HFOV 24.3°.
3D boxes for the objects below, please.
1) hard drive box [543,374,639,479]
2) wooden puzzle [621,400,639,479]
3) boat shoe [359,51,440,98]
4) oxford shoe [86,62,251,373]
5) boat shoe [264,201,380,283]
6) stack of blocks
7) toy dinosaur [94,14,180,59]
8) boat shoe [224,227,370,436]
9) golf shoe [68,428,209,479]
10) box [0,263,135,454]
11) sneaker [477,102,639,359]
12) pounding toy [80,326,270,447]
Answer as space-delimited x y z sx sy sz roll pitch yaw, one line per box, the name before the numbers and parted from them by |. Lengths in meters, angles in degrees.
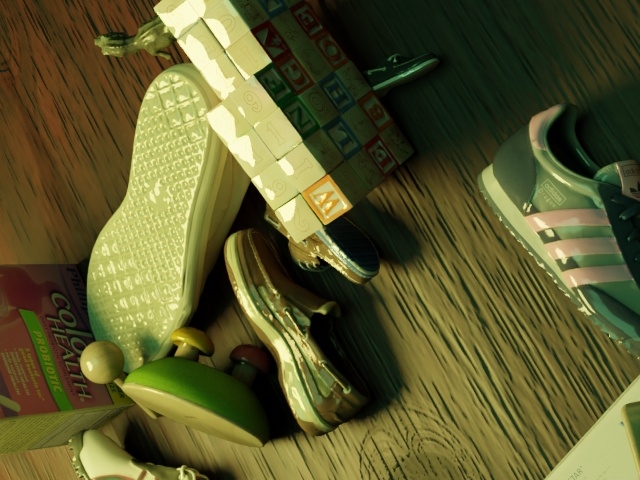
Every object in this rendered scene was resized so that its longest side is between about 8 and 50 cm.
hard drive box | 0.350 0.269 1.441 0.232 0.089 0.181 49 115 25
wooden puzzle | 0.404 0.234 1.332 0.221 0.044 0.238 -10 56 -1
boat shoe | 0.078 -0.189 1.666 0.125 0.046 0.038 -24 81 41
oxford shoe | -0.172 -0.019 1.801 0.169 0.130 0.449 36 125 24
boat shoe | 0.000 0.000 1.713 0.183 0.066 0.066 47 120 37
stack of blocks | -0.045 -0.166 1.607 0.087 0.171 0.297 -33 95 36
toy dinosaur | -0.145 -0.265 1.779 0.268 0.118 0.064 -23 78 32
boat shoe | -0.019 0.091 1.712 0.095 0.095 0.257 -30 80 21
golf shoe | -0.198 0.314 1.841 0.273 0.105 0.120 42 95 23
box | -0.390 0.149 1.873 0.117 0.243 0.213 -37 69 29
sneaker | 0.292 -0.004 1.471 0.319 0.112 0.131 49 119 24
pounding toy | -0.150 0.157 1.772 0.237 0.183 0.110 10 70 38
